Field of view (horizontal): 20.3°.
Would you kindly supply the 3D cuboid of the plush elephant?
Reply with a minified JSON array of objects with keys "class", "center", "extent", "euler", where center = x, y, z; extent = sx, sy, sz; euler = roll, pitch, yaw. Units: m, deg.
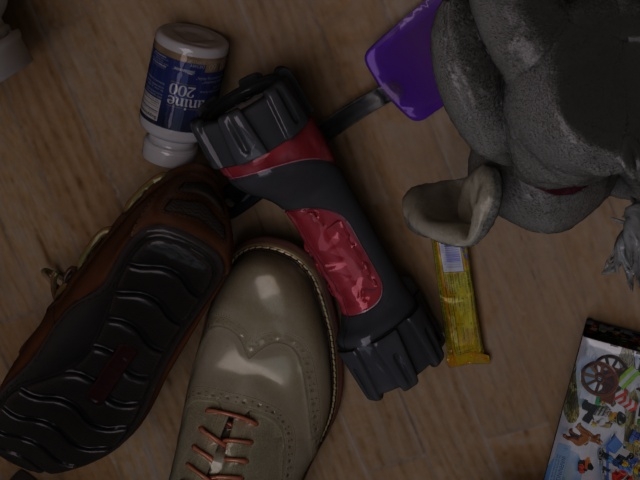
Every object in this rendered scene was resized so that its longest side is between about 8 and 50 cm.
[{"class":"plush elephant","center":[0.194,-0.110,1.431],"extent":[0.272,0.255,0.330],"euler":[-4,83,-18]}]

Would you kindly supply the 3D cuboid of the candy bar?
[{"class":"candy bar","center":[0.124,0.042,1.621],"extent":[0.040,0.018,0.161],"euler":[-4,109,17]}]

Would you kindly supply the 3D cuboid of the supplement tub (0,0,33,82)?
[{"class":"supplement tub","center":[-0.417,-0.242,1.537],"extent":[0.235,0.235,0.325],"euler":[-27,102,23]}]

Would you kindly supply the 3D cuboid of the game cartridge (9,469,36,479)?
[{"class":"game cartridge","center":[-0.201,0.386,1.726],"extent":[0.355,0.230,0.068],"euler":[36,116,0]}]

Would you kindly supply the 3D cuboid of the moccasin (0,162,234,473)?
[{"class":"moccasin","center":[-0.201,0.077,1.661],"extent":[0.139,0.147,0.380],"euler":[23,126,-11]}]

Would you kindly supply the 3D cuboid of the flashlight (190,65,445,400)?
[{"class":"flashlight","center":[0.000,0.000,1.564],"extent":[0.103,0.103,0.304],"euler":[-23,108,15]}]

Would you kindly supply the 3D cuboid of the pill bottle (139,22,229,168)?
[{"class":"pill bottle","center":[-0.125,-0.128,1.595],"extent":[0.067,0.067,0.120],"euler":[18,114,8]}]

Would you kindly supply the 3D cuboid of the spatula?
[{"class":"spatula","center":[0.016,-0.103,1.586],"extent":[0.296,0.030,0.084],"euler":[-35,101,24]}]

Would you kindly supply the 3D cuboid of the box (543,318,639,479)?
[{"class":"box","center":[0.289,0.200,1.623],"extent":[0.159,0.044,0.233],"euler":[15,114,10]}]

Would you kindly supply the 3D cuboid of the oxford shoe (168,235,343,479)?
[{"class":"oxford shoe","center":[-0.070,0.193,1.660],"extent":[0.140,0.146,0.397],"euler":[12,112,13]}]
